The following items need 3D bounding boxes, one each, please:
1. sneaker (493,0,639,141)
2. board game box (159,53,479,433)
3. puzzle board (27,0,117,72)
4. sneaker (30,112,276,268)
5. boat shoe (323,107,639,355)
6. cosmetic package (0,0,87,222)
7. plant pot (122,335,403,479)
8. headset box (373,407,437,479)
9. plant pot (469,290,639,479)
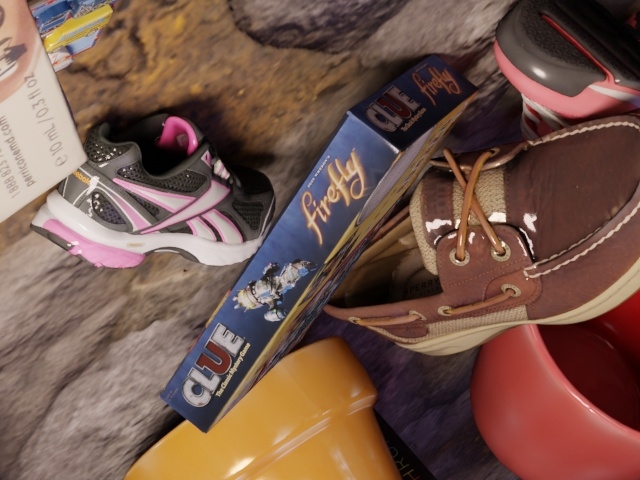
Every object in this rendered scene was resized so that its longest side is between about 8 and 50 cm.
[{"bbox_3d":[0.200,-0.095,1.148,0.136,0.116,0.314,-50,157,22],"label":"sneaker"},{"bbox_3d":[0.000,0.000,1.018,0.243,0.042,0.165,-55,173,28],"label":"board game box"},{"bbox_3d":[-0.144,-0.079,0.694,0.128,0.011,0.096,-31,175,-26],"label":"puzzle board"},{"bbox_3d":[-0.076,-0.032,0.866,0.178,0.072,0.077,-13,133,-60],"label":"sneaker"},{"bbox_3d":[0.115,-0.004,1.079,0.123,0.123,0.342,13,157,-29],"label":"boat shoe"},{"bbox_3d":[-0.244,-0.020,0.496,0.296,0.153,0.129,-38,156,-15],"label":"cosmetic package"},{"bbox_3d":[-0.016,0.207,1.183,0.205,0.188,0.205,-33,169,-8],"label":"plant pot"},{"bbox_3d":[-0.015,0.301,1.335,0.283,0.246,0.131,-23,152,-37],"label":"headset box"},{"bbox_3d":[0.275,0.116,1.492,0.275,0.275,0.243,-30,165,-29],"label":"plant pot"}]
